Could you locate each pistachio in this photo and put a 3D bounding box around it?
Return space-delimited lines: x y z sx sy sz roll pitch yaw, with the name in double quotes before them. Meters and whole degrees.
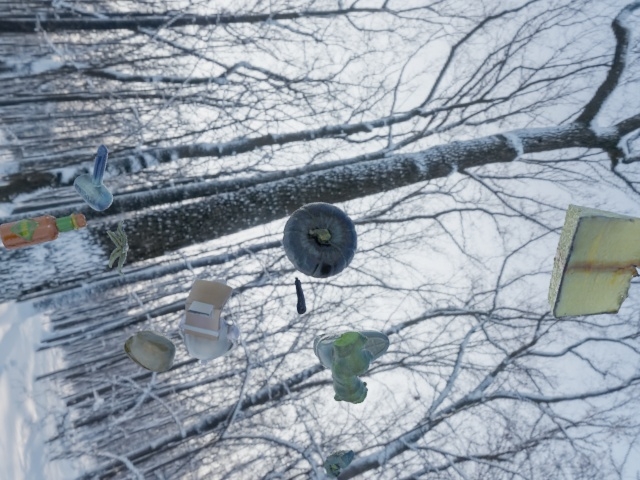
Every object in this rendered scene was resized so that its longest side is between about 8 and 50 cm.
"pistachio" -0.481 0.311 1.382 0.113 0.149 0.113 -32 -134 40

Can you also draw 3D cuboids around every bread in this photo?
"bread" 0.592 0.055 1.018 0.178 0.135 0.239 10 -70 14

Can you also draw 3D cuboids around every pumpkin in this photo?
"pumpkin" 0.000 0.000 2.037 0.241 0.323 0.323 144 -70 -70

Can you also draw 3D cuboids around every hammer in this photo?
"hammer" -0.612 -0.181 1.335 0.116 0.070 0.193 42 -53 18

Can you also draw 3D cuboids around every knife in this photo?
"knife" -0.066 0.175 1.544 0.031 0.018 0.121 -12 -95 27

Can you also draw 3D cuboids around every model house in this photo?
"model house" 0.064 0.712 1.560 0.083 0.079 0.066 -31 -92 34

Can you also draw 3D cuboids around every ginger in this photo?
"ginger" 0.100 0.404 1.515 0.089 0.137 0.289 31 -54 46

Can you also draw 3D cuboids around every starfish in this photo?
"starfish" -0.757 0.039 1.823 0.176 0.053 0.208 -46 -129 28

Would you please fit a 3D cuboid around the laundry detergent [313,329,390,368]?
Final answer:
"laundry detergent" 0.084 0.421 1.943 0.398 0.264 0.124 156 -80 -69

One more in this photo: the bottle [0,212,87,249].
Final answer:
"bottle" -0.680 -0.030 1.206 0.069 0.187 0.069 164 -90 -71

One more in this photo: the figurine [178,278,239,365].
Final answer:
"figurine" -0.294 0.223 1.282 0.141 0.163 0.236 -76 172 -57
